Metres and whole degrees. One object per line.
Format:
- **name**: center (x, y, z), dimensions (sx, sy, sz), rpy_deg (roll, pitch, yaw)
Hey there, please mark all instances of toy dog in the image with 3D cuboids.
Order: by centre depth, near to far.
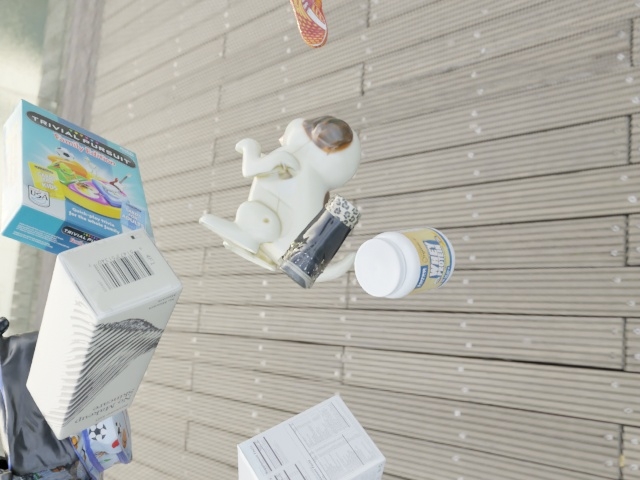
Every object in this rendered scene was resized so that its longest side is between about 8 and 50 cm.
- **toy dog**: center (-0.053, -0.130, 1.817), dimensions (0.395, 0.284, 0.408), rpy_deg (23, 79, 25)

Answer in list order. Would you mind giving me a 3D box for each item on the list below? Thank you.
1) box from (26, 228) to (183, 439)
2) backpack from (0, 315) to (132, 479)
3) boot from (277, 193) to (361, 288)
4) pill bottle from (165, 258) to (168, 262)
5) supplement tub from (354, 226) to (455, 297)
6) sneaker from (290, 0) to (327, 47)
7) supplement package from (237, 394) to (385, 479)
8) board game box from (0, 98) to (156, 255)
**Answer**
- **box**: center (-0.261, 0.116, 0.855), dimensions (0.094, 0.113, 0.275), rpy_deg (50, 137, 20)
- **backpack**: center (-0.412, 0.286, 1.152), dimensions (0.263, 0.213, 0.277), rpy_deg (109, 152, -52)
- **boot**: center (0.001, 0.001, 1.387), dimensions (0.179, 0.085, 0.236), rpy_deg (-52, 2, 1)
- **pill bottle**: center (-0.511, 0.058, 1.963), dimensions (0.103, 0.184, 0.103), rpy_deg (-163, 90, -86)
- **supplement tub**: center (0.184, 0.048, 1.582), dimensions (0.144, 0.199, 0.145), rpy_deg (7, 100, 42)
- **sneaker**: center (-0.028, -0.413, 1.237), dimensions (0.067, 0.064, 0.175), rpy_deg (-70, -28, -85)
- **supplement package**: center (-0.025, 0.524, 1.628), dimensions (0.198, 0.262, 0.199), rpy_deg (49, 148, 36)
- **board game box**: center (-0.450, -0.097, 1.345), dimensions (0.079, 0.253, 0.336), rpy_deg (-47, 41, 21)
